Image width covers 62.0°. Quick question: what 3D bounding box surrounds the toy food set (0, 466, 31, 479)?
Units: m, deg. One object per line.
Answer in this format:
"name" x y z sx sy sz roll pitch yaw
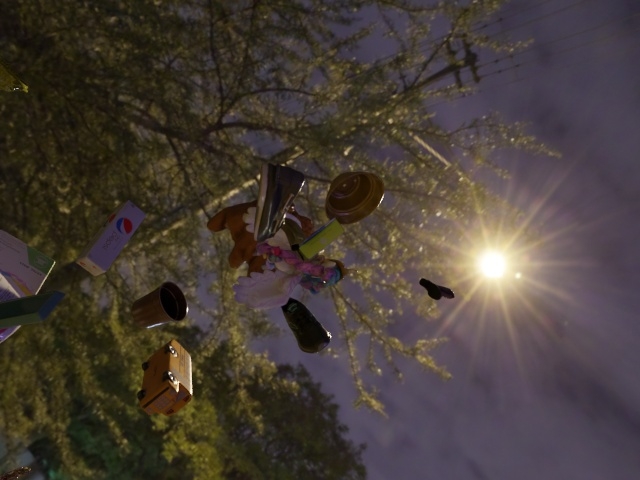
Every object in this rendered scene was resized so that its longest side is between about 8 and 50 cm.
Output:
"toy food set" -0.831 0.641 1.443 0.122 0.078 0.019 -22 -97 53

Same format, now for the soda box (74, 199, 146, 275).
"soda box" -0.581 -0.009 1.484 0.074 0.216 0.069 -16 -51 42

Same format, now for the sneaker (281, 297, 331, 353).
"sneaker" -0.061 0.260 1.658 0.106 0.101 0.267 59 -13 -29

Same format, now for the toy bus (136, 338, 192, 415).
"toy bus" -0.472 0.426 1.640 0.130 0.108 0.333 54 -3 -20

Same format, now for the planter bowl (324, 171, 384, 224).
"planter bowl" 0.096 -0.161 1.768 0.217 0.217 0.090 93 -25 -44

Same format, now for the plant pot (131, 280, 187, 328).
"plant pot" -0.652 0.268 2.133 0.165 0.167 0.167 -22 -74 18

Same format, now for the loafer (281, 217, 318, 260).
"loafer" -0.066 -0.003 1.445 0.148 0.050 0.056 45 -26 17

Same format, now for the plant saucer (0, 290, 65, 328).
"plant saucer" -0.516 0.119 0.880 0.192 0.067 0.018 -11 -58 19

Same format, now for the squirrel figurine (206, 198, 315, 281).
"squirrel figurine" -0.210 0.021 2.110 0.397 0.281 0.370 -34 -121 31

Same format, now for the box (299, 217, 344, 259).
"box" 0.000 0.000 1.268 0.042 0.109 0.178 51 -4 1

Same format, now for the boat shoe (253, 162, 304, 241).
"boat shoe" -0.106 -0.075 1.274 0.095 0.112 0.335 6 -22 -8

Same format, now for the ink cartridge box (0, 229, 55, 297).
"ink cartridge box" -1.028 0.162 1.687 0.119 0.353 0.207 -34 -57 30

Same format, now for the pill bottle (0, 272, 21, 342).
"pill bottle" -0.737 0.082 1.059 0.160 0.160 0.283 5 -51 48

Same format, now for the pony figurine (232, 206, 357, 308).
"pony figurine" -0.096 0.059 1.661 0.363 0.351 0.303 -163 -98 -74

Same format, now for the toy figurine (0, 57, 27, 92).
"toy figurine" -0.924 -0.448 1.278 0.362 0.217 0.191 51 -20 -20

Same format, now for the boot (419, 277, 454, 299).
"boot" 0.349 0.152 1.517 0.114 0.037 0.106 25 16 -30
